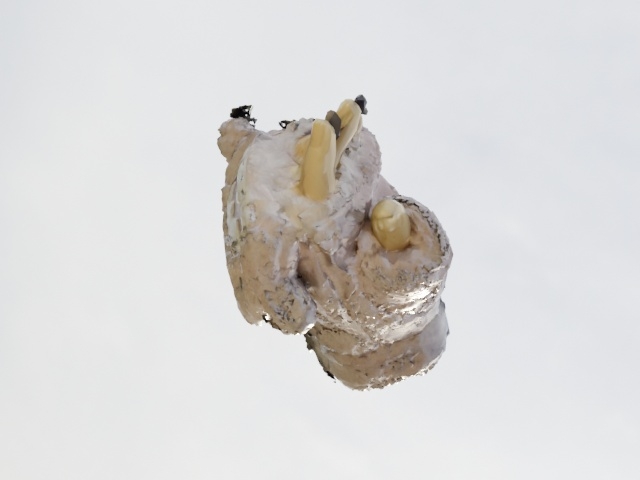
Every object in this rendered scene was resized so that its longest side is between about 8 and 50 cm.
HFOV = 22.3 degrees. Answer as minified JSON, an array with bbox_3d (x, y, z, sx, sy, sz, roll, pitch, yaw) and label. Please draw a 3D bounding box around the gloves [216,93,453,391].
[{"bbox_3d":[0.004,0.007,0.713,0.144,0.094,0.110,58,0,-27],"label":"gloves"}]
